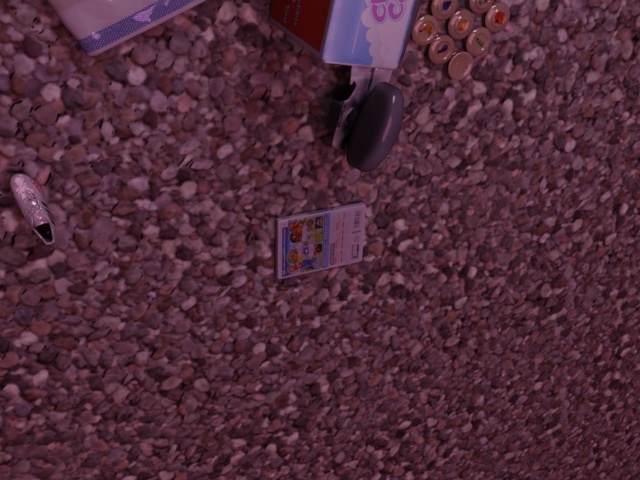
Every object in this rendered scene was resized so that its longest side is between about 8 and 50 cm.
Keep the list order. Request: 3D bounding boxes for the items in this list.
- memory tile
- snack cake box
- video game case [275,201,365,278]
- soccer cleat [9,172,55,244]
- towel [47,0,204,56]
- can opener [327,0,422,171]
[{"bbox_3d":[0.157,-0.269,0.937,0.148,0.012,0.113,34,100,-38],"label":"memory tile"},{"bbox_3d":[0.037,-0.315,0.756,0.089,0.152,0.264,-1,119,-28],"label":"snack cake box"},{"bbox_3d":[0.000,0.000,1.019,0.122,0.011,0.087,-11,124,-22],"label":"video game case"},{"bbox_3d":[-0.298,-0.032,0.825,0.029,0.035,0.083,-23,127,-14],"label":"soccer cleat"},{"bbox_3d":[-0.192,-0.322,0.695,0.209,0.034,0.285,-28,127,3],"label":"towel"},{"bbox_3d":[0.078,-0.217,0.873,0.074,0.093,0.280,-16,127,-49],"label":"can opener"}]
